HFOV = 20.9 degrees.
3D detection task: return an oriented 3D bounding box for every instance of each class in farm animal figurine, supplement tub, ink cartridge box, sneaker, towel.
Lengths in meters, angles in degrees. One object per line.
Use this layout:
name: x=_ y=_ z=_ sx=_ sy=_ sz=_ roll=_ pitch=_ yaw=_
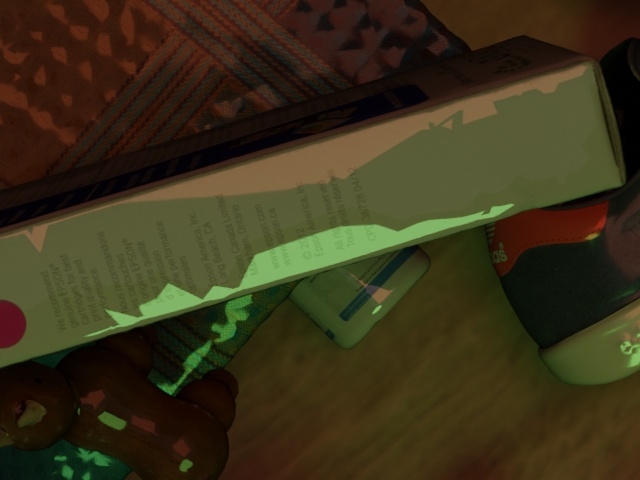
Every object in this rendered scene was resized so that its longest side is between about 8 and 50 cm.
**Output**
farm animal figurine: x=-0.161 y=0.206 z=0.799 sx=0.330 sy=0.172 sz=0.327 roll=-29 pitch=99 yaw=16
supplement tub: x=0.000 y=0.000 z=0.936 sx=0.107 sy=0.071 sz=0.071 roll=45 pitch=80 yaw=3
ink cartridge box: x=-0.062 y=-0.012 z=0.775 sx=0.371 sy=0.176 sz=0.069 roll=-14 pitch=100 yaw=0
sneaker: x=0.240 y=-0.070 z=0.936 sx=0.350 sy=0.131 sz=0.148 roll=-33 pitch=89 yaw=-9
towel: x=-0.135 y=-0.038 z=0.878 sx=0.271 sy=0.040 sz=0.370 roll=41 pitch=95 yaw=-8
